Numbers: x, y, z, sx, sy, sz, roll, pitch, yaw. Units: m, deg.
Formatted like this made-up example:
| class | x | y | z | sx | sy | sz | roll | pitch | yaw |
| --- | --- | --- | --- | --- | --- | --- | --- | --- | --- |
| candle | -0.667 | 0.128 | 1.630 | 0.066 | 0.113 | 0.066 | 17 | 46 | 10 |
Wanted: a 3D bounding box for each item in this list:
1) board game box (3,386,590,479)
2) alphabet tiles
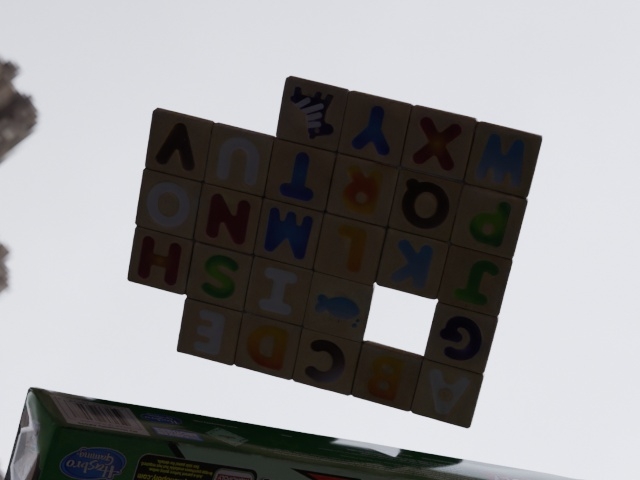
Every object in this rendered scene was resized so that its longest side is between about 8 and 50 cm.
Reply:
| class | x | y | z | sx | sy | sz | roll | pitch | yaw |
| --- | --- | --- | --- | --- | --- | --- | --- | --- | --- |
| board game box | -0.008 | 0.196 | 0.726 | 0.046 | 0.317 | 0.213 | 35 | -70 | 61 |
| alphabet tiles | 0.000 | 0.000 | 0.977 | 0.237 | 0.198 | 0.009 | 14 | -158 | 7 |
